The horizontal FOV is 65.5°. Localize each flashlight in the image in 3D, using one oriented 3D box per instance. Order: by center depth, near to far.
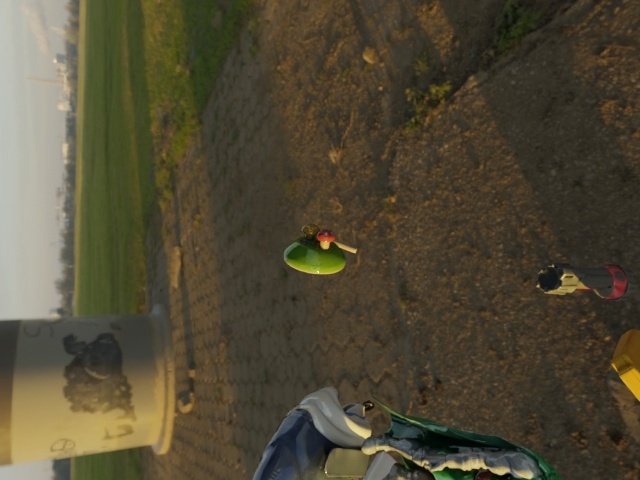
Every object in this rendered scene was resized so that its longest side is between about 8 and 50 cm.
[{"bbox_3d":[0.703,0.108,1.321,0.103,0.303,0.103,-141,58,-60],"label":"flashlight"}]

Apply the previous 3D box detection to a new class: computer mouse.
[{"bbox_3d":[0.108,0.579,1.493,0.042,0.106,0.193,26,118,39],"label":"computer mouse"}]

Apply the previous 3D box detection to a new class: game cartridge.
[{"bbox_3d":[0.788,0.353,1.124,0.052,0.323,0.285,-44,68,27],"label":"game cartridge"}]

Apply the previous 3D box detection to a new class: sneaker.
[{"bbox_3d":[0.031,0.367,0.732,0.130,0.236,0.323,2,132,42],"label":"sneaker"}]

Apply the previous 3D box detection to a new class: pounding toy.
[{"bbox_3d":[0.000,0.000,1.447,0.182,0.237,0.110,16,114,18],"label":"pounding toy"}]

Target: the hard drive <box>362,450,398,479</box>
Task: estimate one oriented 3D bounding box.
[{"bbox_3d":[0.120,0.623,0.939,0.233,0.353,0.047,43,136,3],"label":"hard drive"}]

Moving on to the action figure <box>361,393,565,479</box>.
[{"bbox_3d":[0.130,0.210,0.434,0.232,0.063,0.137,-21,95,56],"label":"action figure"}]
